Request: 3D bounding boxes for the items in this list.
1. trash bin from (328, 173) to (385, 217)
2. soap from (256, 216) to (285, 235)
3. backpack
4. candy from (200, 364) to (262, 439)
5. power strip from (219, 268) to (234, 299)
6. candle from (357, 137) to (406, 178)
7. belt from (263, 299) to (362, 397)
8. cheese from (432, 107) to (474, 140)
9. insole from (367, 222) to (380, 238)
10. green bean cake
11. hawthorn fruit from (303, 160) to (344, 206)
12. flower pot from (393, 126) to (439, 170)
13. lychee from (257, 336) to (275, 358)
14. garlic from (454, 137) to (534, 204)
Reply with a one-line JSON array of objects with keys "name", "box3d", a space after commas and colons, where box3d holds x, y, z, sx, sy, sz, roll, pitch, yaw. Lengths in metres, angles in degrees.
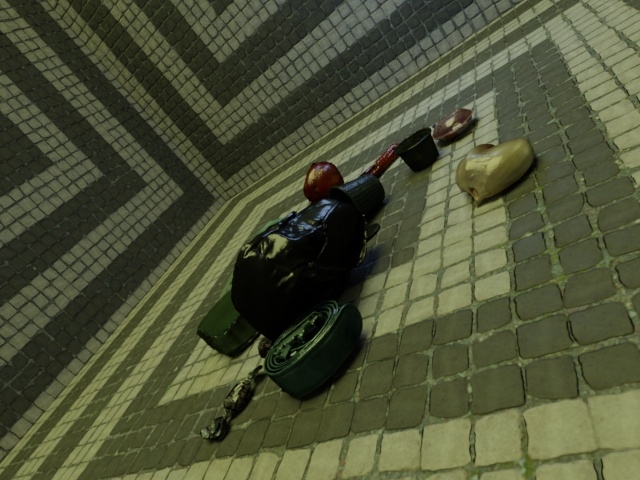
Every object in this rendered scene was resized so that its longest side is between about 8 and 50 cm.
[{"name": "trash bin", "box3d": [0.142, -0.154, 1.610, 0.161, 0.175, 0.175, -34, 15, -24]}, {"name": "soap", "box3d": [-0.201, -0.035, 2.064, 0.230, 0.091, 0.145, -13, 33, 55]}, {"name": "backpack", "box3d": [-0.035, 0.061, 1.250, 0.445, 0.254, 0.363, -45, -18, -39]}, {"name": "candy", "box3d": [-0.229, 0.420, 1.163, 0.226, 0.051, 0.094, -51, 19, -28]}, {"name": "power strip", "box3d": [-0.264, 0.147, 1.770, 0.229, 0.141, 0.261, -15, 45, 52]}, {"name": "candle", "box3d": [0.276, -0.348, 1.922, 0.301, 0.059, 0.084, -45, 29, -15]}, {"name": "belt", "box3d": [-0.017, 0.245, 1.057, 0.267, 0.116, 0.206, -42, 14, 2]}, {"name": "cheese", "box3d": [0.501, -0.455, 1.718, 0.189, 0.074, 0.286, -35, 16, 12]}, {"name": "insole", "box3d": [0.075, 0.040, 1.500, 0.309, 0.012, 0.110, -39, 17, 2]}, {"name": "green bean cake", "box3d": [-0.295, 0.278, 1.496, 0.222, 0.125, 0.227, -48, 22, -28]}, {"name": "hawthorn fruit", "box3d": [-0.002, -0.245, 2.019, 0.189, 0.189, 0.251, -10, 39, 56]}, {"name": "flower pot", "box3d": [0.365, -0.331, 1.645, 0.157, 0.107, 0.157, -32, 19, 12]}, {"name": "lychee", "box3d": [-0.145, 0.303, 1.253, 0.067, 0.068, 0.083, -1, 9, -15]}, {"name": "garlic", "box3d": [0.458, -0.206, 1.197, 0.217, 0.110, 0.228, -17, 29, 41]}]
